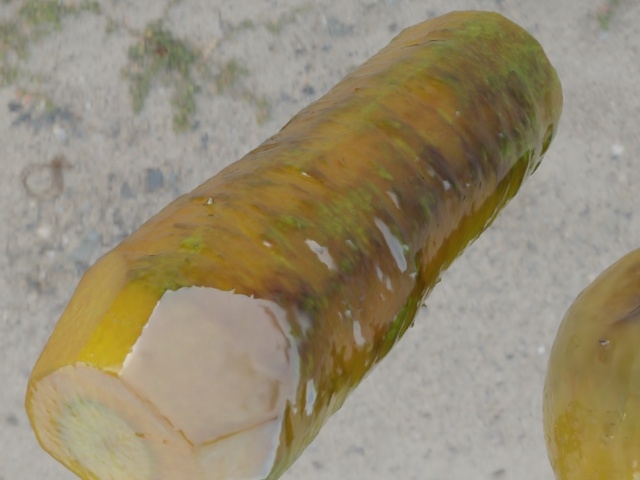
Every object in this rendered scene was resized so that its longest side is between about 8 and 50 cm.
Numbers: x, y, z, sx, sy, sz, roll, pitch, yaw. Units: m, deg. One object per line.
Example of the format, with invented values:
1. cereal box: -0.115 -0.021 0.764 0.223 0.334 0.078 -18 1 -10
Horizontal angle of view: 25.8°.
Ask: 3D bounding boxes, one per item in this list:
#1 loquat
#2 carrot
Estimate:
1. loquat: 0.284 0.116 0.865 0.274 0.275 0.275 -5 127 -6
2. carrot: 0.000 0.000 0.611 0.114 0.302 0.114 20 130 26
